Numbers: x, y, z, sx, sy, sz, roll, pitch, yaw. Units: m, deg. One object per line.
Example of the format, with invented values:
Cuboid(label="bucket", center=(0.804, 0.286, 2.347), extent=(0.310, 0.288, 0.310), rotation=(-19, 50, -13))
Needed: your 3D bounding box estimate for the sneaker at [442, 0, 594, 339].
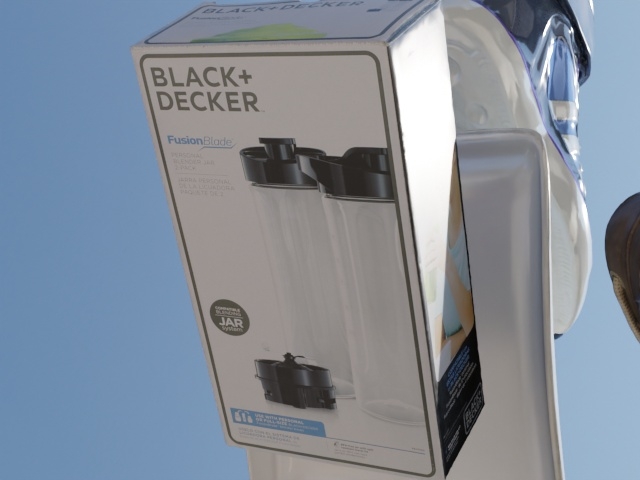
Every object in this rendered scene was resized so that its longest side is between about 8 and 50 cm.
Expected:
Cuboid(label="sneaker", center=(0.188, -0.104, 0.923), extent=(0.130, 0.236, 0.323), rotation=(0, -55, 37))

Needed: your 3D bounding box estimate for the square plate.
Cuboid(label="square plate", center=(0.054, 0.089, 0.852), extent=(0.049, 0.344, 0.348), rotation=(-13, -79, -43))

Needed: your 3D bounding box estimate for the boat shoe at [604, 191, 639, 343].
Cuboid(label="boat shoe", center=(0.284, 0.077, 0.655), extent=(0.132, 0.130, 0.355), rotation=(-42, -53, -1))

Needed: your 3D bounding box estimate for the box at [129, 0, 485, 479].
Cuboid(label="box", center=(0.000, 0.000, 0.678), extent=(0.169, 0.087, 0.290), rotation=(5, -60, 26))
